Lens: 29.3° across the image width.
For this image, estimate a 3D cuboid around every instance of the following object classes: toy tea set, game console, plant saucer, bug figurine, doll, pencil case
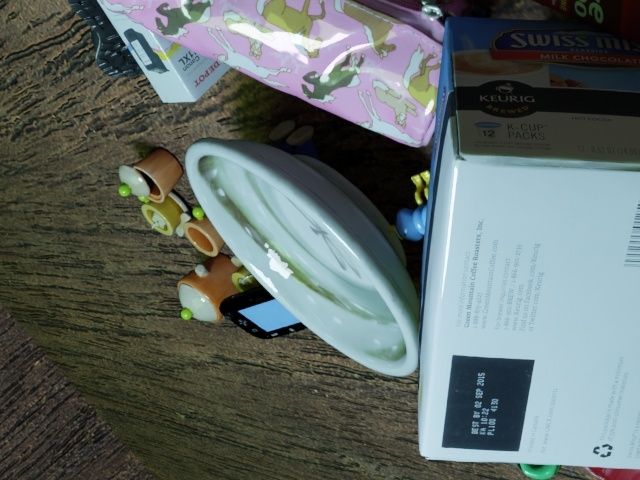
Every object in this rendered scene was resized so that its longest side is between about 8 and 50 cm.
[{"bbox_3d":[-0.224,0.011,1.990,0.336,0.124,0.200,50,153,-13],"label":"toy tea set"},{"bbox_3d":[-0.015,0.103,1.850,0.213,0.044,0.361,45,145,-19],"label":"game console"},{"bbox_3d":[0.000,0.000,1.555,0.400,0.100,0.400,40,163,15],"label":"plant saucer"},{"bbox_3d":[0.214,0.033,1.406,0.216,0.072,0.279,-23,112,40],"label":"bug figurine"},{"bbox_3d":[-0.002,-0.071,1.646,0.129,0.046,0.189,20,146,46],"label":"doll"},{"bbox_3d":[-0.034,-0.235,1.228,0.386,0.160,0.167,23,110,5],"label":"pencil case"}]

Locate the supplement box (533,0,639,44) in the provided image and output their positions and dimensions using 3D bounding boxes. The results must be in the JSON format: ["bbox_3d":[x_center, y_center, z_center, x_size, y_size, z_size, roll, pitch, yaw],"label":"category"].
[{"bbox_3d":[0.212,-0.264,1.034,0.239,0.073,0.130,28,150,26],"label":"supplement box"}]

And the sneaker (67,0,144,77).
[{"bbox_3d":[-0.271,-0.325,1.624,0.283,0.107,0.124,81,172,-69],"label":"sneaker"}]

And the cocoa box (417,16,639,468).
[{"bbox_3d":[0.210,0.004,1.094,0.231,0.228,0.347,3,129,2],"label":"cocoa box"}]

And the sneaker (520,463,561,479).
[{"bbox_3d":[0.241,0.137,1.344,0.109,0.123,0.296,-5,119,22],"label":"sneaker"}]

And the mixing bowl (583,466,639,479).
[{"bbox_3d":[0.375,0.216,1.486,0.181,0.098,0.181,34,152,20],"label":"mixing bowl"}]

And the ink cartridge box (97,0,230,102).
[{"bbox_3d":[-0.177,-0.275,1.499,0.072,0.127,0.175,6,136,48],"label":"ink cartridge box"}]

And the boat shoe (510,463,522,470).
[{"bbox_3d":[0.229,0.188,1.636,0.104,0.110,0.307,30,146,39],"label":"boat shoe"}]
